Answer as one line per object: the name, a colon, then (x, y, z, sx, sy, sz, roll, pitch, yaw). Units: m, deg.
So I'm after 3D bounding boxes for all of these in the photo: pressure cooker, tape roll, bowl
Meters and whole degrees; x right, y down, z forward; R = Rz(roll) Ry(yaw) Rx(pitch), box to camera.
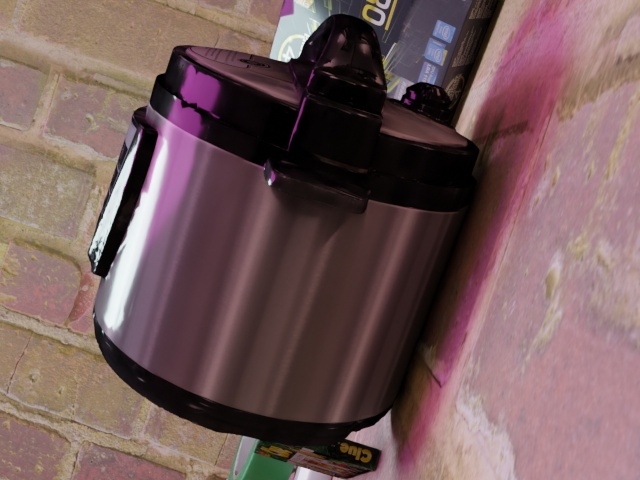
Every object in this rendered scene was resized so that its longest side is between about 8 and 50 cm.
pressure cooker: (-0.029, -0.040, 0.993, 0.375, 0.370, 0.420, 1, -66, -48)
tape roll: (-0.084, 0.338, 1.668, 0.321, 0.077, 0.321, -158, 90, -84)
bowl: (-0.015, 0.390, 1.484, 0.142, 0.053, 0.142, 118, 169, -78)

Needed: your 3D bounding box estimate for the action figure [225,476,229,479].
action figure: (-0.151, 0.617, 1.727, 0.330, 0.178, 0.341, -80, -18, -49)

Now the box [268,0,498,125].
box: (0.095, -0.349, 1.359, 0.097, 0.318, 0.395, -22, -41, -51)

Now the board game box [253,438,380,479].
board game box: (-0.013, 0.264, 1.137, 0.260, 0.136, 0.030, 108, -179, -72)

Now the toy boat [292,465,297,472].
toy boat: (-0.069, 0.432, 1.970, 0.318, 0.148, 0.267, 42, -110, -83)
